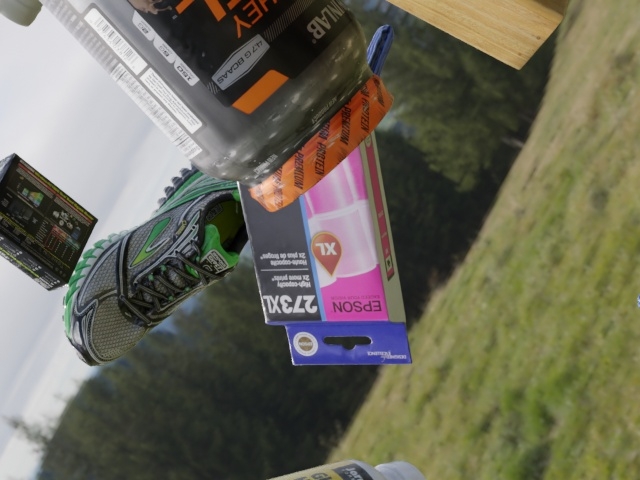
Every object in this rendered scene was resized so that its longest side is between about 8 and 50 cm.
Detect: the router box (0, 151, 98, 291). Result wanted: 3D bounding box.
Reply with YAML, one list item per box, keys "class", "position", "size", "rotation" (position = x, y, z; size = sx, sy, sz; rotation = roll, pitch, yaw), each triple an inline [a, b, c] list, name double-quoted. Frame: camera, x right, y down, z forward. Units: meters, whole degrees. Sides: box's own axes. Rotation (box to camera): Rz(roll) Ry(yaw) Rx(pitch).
- class: "router box"
  position: [-0.304, -0.019, 1.240]
  size: [0.038, 0.122, 0.092]
  rotation: [-19, 40, 40]

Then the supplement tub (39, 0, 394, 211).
- class: "supplement tub"
  position: [-0.102, -0.202, 1.082]
  size: [0.207, 0.338, 0.207]
  rotation: [-41, 11, 10]

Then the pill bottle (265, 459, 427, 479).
- class: "pill bottle"
  position: [-0.002, 0.417, 1.665]
  size: [0.188, 0.333, 0.188]
  rotation: [17, 110, 53]

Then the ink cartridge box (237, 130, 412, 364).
- class: "ink cartridge box"
  position: [0.000, 0.000, 1.481]
  size: [0.069, 0.175, 0.371]
  rotation: [-47, -51, -59]

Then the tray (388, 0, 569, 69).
- class: "tray"
  position: [0.006, -0.308, 0.868]
  size: [0.076, 0.410, 0.203]
  rotation: [-50, 16, 55]

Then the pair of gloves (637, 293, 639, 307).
- class: "pair of gloves"
  position: [0.473, 0.130, 1.438]
  size: [0.023, 0.159, 0.198]
  rotation: [-53, 50, 12]

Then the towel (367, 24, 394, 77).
- class: "towel"
  position: [0.009, -0.155, 1.804]
  size: [0.336, 0.040, 0.243]
  rotation: [-56, 9, 46]

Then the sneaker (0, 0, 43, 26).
- class: "sneaker"
  position: [-0.321, -0.375, 1.306]
  size: [0.169, 0.108, 0.293]
  rotation: [-47, 45, 16]

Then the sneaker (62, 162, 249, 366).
- class: "sneaker"
  position: [-0.201, 0.026, 1.545]
  size: [0.146, 0.134, 0.343]
  rotation: [15, 59, 49]
